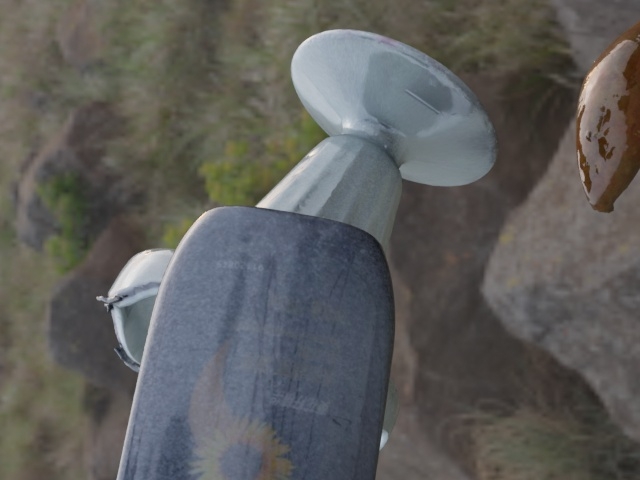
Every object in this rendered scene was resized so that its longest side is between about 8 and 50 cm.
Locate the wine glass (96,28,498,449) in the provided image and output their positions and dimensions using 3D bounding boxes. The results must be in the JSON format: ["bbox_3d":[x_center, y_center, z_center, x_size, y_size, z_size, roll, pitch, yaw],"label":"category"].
[{"bbox_3d":[0.000,0.000,0.750,0.196,0.165,0.165,-60,14,-22],"label":"wine glass"}]

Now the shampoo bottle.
[{"bbox_3d":[-0.029,0.103,0.469,0.049,0.087,0.234,102,178,-67],"label":"shampoo bottle"}]

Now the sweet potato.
[{"bbox_3d":[0.180,-0.104,0.685,0.058,0.055,0.202,23,73,35],"label":"sweet potato"}]
